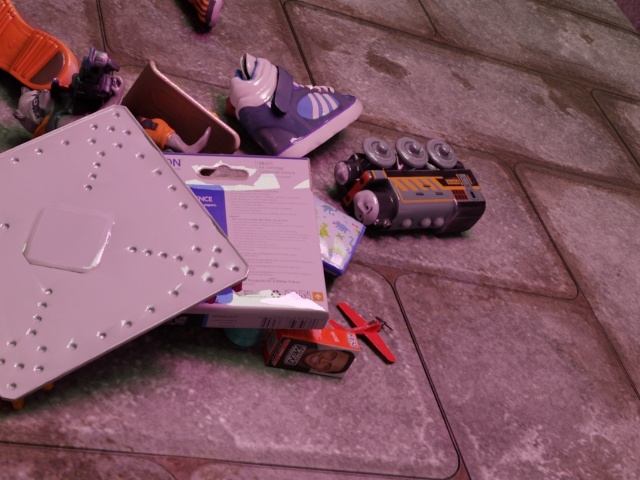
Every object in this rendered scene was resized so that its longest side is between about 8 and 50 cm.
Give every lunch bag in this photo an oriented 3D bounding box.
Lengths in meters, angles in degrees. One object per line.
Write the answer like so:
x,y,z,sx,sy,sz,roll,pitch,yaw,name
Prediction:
0.000,0.000,2.050,0.129,0.096,0.151,30,24,-2,lunch bag

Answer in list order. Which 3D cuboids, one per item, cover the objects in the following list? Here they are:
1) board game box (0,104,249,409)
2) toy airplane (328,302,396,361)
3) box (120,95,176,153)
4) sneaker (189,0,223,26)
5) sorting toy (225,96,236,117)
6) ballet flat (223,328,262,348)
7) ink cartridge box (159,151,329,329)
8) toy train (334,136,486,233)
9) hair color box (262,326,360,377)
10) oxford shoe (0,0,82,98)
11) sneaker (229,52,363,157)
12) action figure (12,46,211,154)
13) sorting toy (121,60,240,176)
-0.366,0.009,1.659,0.390,0.050,0.390,-28,61,-22,board game box
0.066,0.155,1.958,0.151,0.028,0.151,20,34,-14,toy airplane
-0.276,-0.211,2.166,0.145,0.038,0.186,-14,53,-46,box
-0.313,-0.588,2.576,0.180,0.124,0.321,13,27,-18,sneaker
-0.153,-0.259,2.327,0.102,0.042,0.061,37,48,-11,sorting toy
-0.134,0.065,1.870,0.083,0.087,0.247,10,38,-26,ballet flat
-0.152,-0.002,1.812,0.304,0.072,0.307,2,52,-12,ink cartridge box
0.184,-0.105,2.299,0.334,0.142,0.190,-2,55,-39,toy train
-0.015,0.175,1.831,0.141,0.072,0.043,12,37,-25,hair color box
-0.564,-0.359,2.102,0.364,0.130,0.133,39,1,25,oxford shoe
-0.058,-0.302,2.309,0.236,0.130,0.323,56,40,-6,sneaker
-0.359,-0.184,1.911,0.330,0.341,0.178,19,76,-4,action figure
-0.244,-0.211,1.985,0.208,0.193,0.038,42,62,-8,sorting toy
